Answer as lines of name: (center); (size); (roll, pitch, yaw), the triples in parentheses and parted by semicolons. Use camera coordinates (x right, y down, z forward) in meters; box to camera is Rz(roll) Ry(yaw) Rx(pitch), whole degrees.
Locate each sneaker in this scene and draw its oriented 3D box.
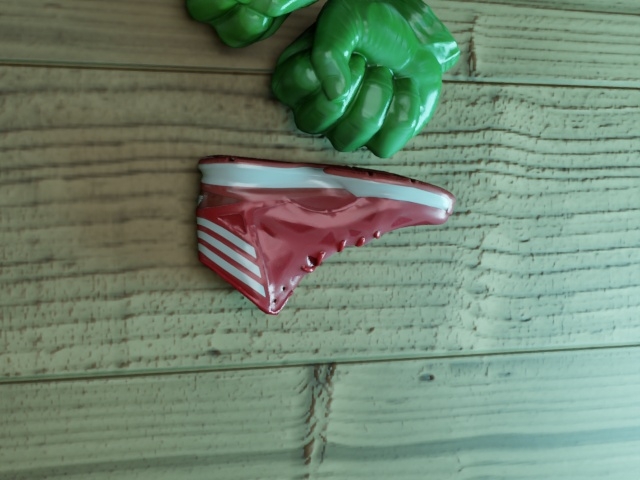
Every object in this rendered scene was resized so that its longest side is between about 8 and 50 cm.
sneaker: (0.000, 0.000, 1.037); (0.221, 0.087, 0.128); (6, 96, -10)

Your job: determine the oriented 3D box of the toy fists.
toy fists: (-0.008, -0.189, 1.016); (0.279, 0.096, 0.142); (46, 75, -18)
